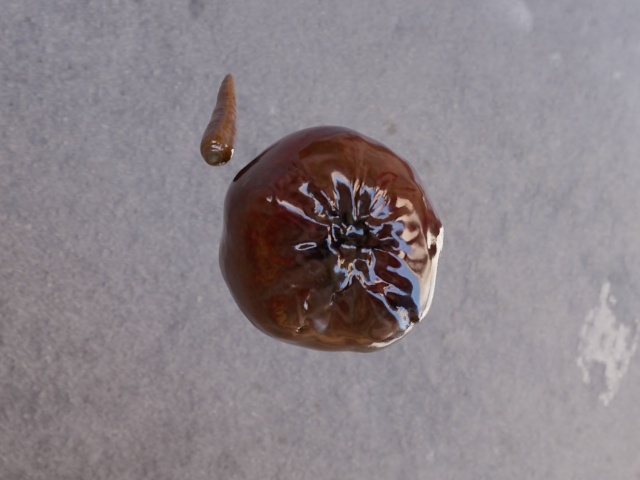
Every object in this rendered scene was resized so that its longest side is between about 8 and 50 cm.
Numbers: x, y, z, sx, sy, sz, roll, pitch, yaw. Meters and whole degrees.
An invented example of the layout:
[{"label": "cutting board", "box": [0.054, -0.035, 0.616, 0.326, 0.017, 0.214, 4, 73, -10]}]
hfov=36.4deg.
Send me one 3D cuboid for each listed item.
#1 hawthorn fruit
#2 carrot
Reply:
[{"label": "hawthorn fruit", "box": [0.005, 0.007, 1.277, 0.309, 0.325, 0.308, 6, 68, -14]}, {"label": "carrot", "box": [-0.135, -0.174, 1.355, 0.216, 0.048, 0.048, -87, 155, -50]}]
